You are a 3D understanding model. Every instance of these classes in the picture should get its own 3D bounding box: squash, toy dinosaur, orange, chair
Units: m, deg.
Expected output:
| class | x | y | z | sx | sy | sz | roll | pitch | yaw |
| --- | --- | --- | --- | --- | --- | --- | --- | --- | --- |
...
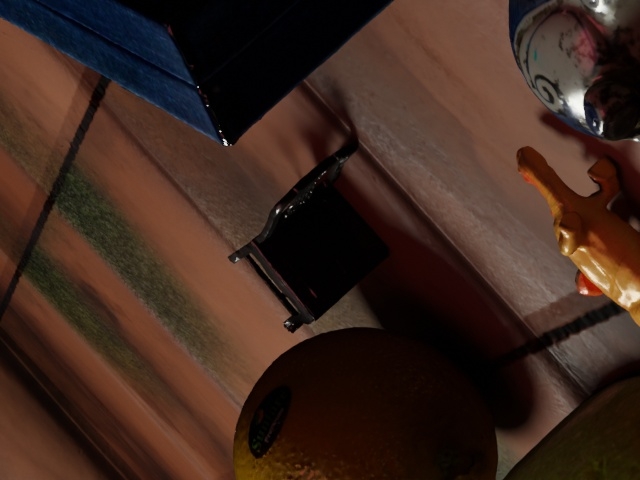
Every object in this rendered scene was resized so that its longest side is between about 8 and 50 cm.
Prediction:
| class | x | y | z | sx | sy | sz | roll | pitch | yaw |
| --- | --- | --- | --- | --- | --- | --- | --- | --- | --- |
| squash | 0.291 | 0.231 | 1.635 | 0.233 | 0.210 | 0.309 | 49 | 120 | 17 |
| toy dinosaur | 0.246 | 0.034 | 1.408 | 0.288 | 0.070 | 0.117 | 45 | 172 | 18 |
| orange | 0.047 | 0.218 | 1.901 | 0.274 | 0.274 | 0.274 | 41 | 160 | 18 |
| chair | 0.000 | 0.000 | 1.804 | 0.113 | 0.106 | 0.229 | 49 | 162 | -2 |

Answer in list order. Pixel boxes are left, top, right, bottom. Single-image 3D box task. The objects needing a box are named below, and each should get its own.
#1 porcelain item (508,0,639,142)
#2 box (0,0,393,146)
| class | x | y | z | sx | sy | sz | roll | pitch | yaw |
| --- | --- | --- | --- | --- | --- | --- | --- | --- | --- |
| porcelain item | 0.157 | -0.185 | 1.066 | 0.186 | 0.138 | 0.288 | 49 | 163 | 31 |
| box | -0.057 | -0.224 | 1.219 | 0.261 | 0.279 | 0.116 | 30 | 156 | 42 |
